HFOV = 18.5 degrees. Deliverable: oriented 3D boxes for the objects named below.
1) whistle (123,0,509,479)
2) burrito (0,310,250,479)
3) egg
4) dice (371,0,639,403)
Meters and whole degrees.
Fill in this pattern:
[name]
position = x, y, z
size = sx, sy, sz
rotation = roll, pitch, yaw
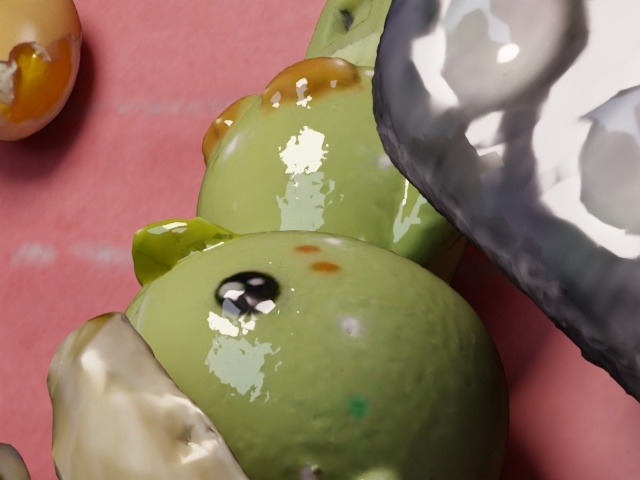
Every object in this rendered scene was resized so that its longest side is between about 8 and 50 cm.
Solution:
[whistle]
position = -0.008, -0.003, 0.663
size = 0.141, 0.141, 0.294
rotation = -22, 53, 29
[burrito]
position = -0.050, 0.171, 0.472
size = 0.190, 0.135, 0.332
rotation = -27, 48, -16
[egg]
position = -0.138, -0.086, 0.861
size = 0.071, 0.071, 0.083
rotation = -3, 53, 38
[dice]
position = 0.139, -0.030, 0.524
size = 0.182, 0.183, 0.181
rotation = -49, 44, 4
